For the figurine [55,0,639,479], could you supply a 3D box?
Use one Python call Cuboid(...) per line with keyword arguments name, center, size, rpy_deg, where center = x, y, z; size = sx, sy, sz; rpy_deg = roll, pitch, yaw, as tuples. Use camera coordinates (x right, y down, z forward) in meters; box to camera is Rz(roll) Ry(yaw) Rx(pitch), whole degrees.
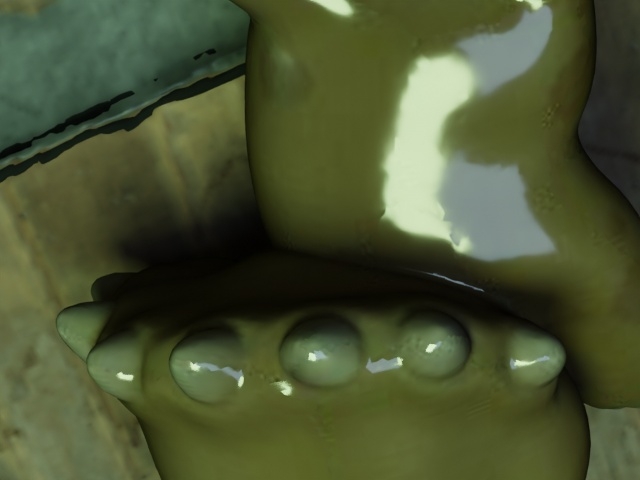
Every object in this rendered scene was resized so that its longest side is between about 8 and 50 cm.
Cuboid(name="figurine", center=(0.003, 0.005, 0.541), size=(0.173, 0.177, 0.247), rpy_deg=(-25, 126, -29))
